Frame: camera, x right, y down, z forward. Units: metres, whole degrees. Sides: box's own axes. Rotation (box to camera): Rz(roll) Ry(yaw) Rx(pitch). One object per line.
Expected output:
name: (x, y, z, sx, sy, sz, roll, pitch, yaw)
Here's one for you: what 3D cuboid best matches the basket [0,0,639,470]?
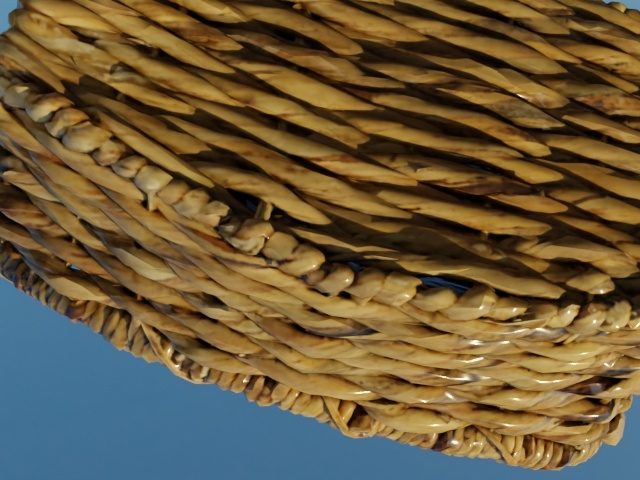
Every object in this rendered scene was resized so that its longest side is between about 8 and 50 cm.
basket: (0.000, 0.000, 0.554, 0.299, 0.223, 0.213, 19, -130, -7)
